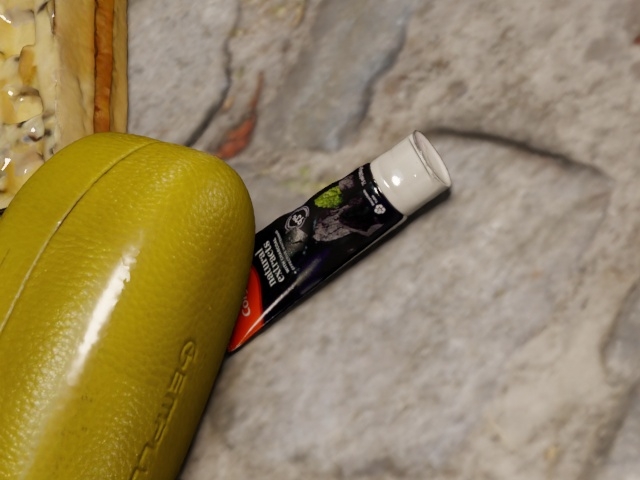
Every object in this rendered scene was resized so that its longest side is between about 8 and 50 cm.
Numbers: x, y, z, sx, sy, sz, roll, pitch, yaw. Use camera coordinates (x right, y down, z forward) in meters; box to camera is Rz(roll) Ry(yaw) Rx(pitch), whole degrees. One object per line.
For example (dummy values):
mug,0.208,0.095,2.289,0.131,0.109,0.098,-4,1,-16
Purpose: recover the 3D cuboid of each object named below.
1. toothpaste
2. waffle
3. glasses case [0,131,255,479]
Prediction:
toothpaste,0.000,0.000,1.342,0.193,0.045,0.071,-34,55,18
waffle,-0.274,-0.145,1.494,0.261,0.114,0.376,-12,64,21
glasses case,-0.157,0.107,1.282,0.141,0.173,0.371,16,80,33
